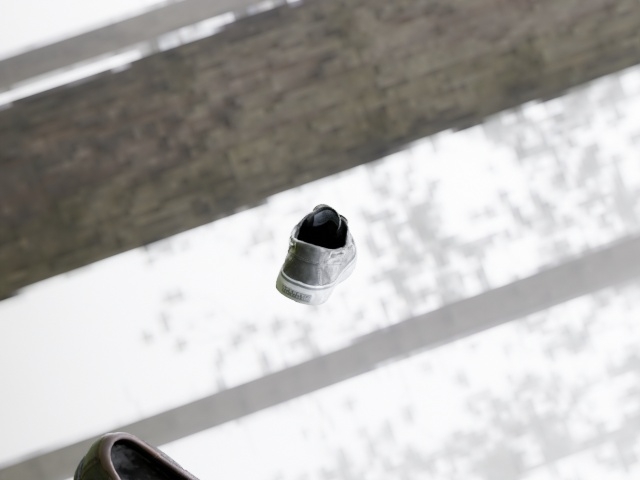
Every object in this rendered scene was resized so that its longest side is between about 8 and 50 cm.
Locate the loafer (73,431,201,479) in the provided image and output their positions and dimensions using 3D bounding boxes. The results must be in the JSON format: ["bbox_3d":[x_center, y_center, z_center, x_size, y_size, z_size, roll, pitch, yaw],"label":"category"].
[{"bbox_3d":[-0.093,0.281,1.678,0.302,0.109,0.095,40,-27,5],"label":"loafer"}]

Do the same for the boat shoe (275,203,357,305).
[{"bbox_3d":[0.000,0.000,2.057,0.228,0.080,0.076,-50,159,-70],"label":"boat shoe"}]
